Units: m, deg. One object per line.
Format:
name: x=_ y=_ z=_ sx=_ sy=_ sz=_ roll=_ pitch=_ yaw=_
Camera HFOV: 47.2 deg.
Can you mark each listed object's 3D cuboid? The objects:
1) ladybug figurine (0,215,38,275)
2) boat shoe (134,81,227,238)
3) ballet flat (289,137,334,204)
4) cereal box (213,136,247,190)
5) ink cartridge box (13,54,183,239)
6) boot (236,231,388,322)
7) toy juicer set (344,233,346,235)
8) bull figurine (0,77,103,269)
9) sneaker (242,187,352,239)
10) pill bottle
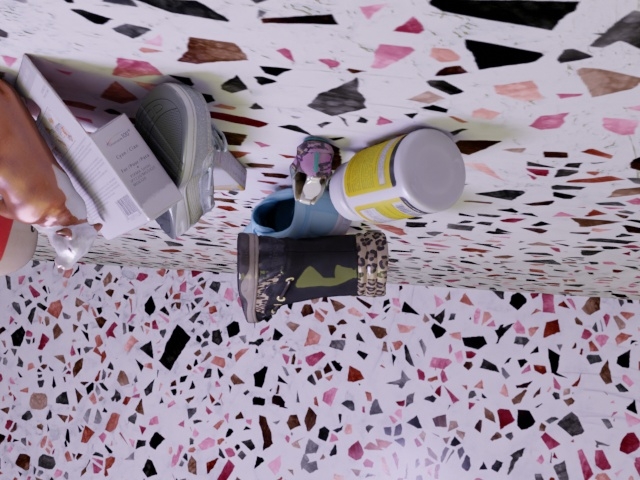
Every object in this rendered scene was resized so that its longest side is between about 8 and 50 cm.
ladybug figurine: x=-0.765 y=-0.073 z=1.443 sx=0.449 sy=0.162 sz=0.305 roll=15 pitch=-149 yaw=-44
boat shoe: x=-0.195 y=-0.118 z=1.063 sx=0.103 sy=0.118 sz=0.320 roll=-32 pitch=159 yaw=-27
ballet flat: x=-0.016 y=-0.104 z=1.211 sx=0.076 sy=0.079 sz=0.221 roll=8 pitch=171 yaw=-3
cereal box: x=-0.240 y=-0.137 z=1.254 sx=0.173 sy=0.047 sz=0.240 roll=3 pitch=170 yaw=11
ink cartridge box: x=-0.340 y=-0.131 z=1.075 sx=0.261 sy=0.066 sz=0.296 roll=55 pitch=155 yaw=-12
boot: x=-0.017 y=0.074 z=1.463 sx=0.284 sy=0.138 sz=0.377 roll=-3 pitch=158 yaw=-1
toy juicer set: x=0.000 y=0.000 z=1.849 sx=0.209 sy=0.090 sz=0.329 roll=18 pitch=-179 yaw=10
bull figurine: x=-0.452 y=-0.095 z=1.077 sx=0.188 sy=0.310 sz=0.101 roll=-5 pitch=-148 yaw=17
sneaker: x=-0.096 y=-0.043 z=1.513 sx=0.150 sy=0.135 sz=0.366 roll=14 pitch=157 yaw=-33
pill bottle: x=0.107 y=-0.089 z=1.095 sx=0.119 sy=0.119 sz=0.208 roll=11 pitch=170 yaw=-29
